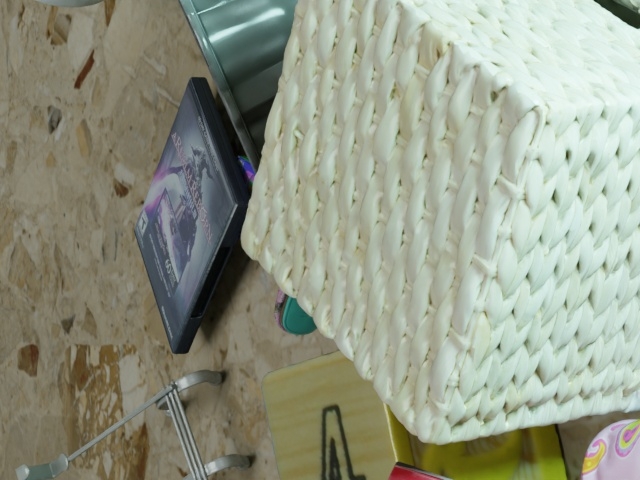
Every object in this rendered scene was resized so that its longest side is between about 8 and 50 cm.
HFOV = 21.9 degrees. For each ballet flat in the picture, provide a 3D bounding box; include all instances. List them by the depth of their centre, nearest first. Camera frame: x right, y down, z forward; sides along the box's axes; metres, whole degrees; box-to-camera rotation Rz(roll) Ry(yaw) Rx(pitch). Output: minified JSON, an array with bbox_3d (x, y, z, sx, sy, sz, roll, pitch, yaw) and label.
[{"bbox_3d":[0.000,0.000,1.733,0.079,0.077,0.221,-106,31,-48],"label":"ballet flat"}]

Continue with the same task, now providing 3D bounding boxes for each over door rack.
[{"bbox_3d":[-0.205,0.323,2.012,0.324,0.108,0.239,-31,69,30],"label":"over door rack"}]

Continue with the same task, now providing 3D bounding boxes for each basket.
[{"bbox_3d":[0.138,-0.055,1.353,0.328,0.266,0.331,45,132,41],"label":"basket"}]

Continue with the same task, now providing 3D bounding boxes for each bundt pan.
[{"bbox_3d":[-0.067,-0.220,1.647,0.331,0.124,0.330,157,90,-88],"label":"bundt pan"}]

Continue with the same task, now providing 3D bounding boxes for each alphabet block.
[{"bbox_3d":[0.085,0.188,1.531,0.197,0.192,0.193,-22,79,53],"label":"alphabet block"}]

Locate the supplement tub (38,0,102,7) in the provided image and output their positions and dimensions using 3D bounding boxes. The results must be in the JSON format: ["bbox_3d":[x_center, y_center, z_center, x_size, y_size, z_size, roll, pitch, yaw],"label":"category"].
[{"bbox_3d":[-0.257,-0.443,1.873,0.325,0.235,0.235,-51,55,46],"label":"supplement tub"}]

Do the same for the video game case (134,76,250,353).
[{"bbox_3d":[-0.154,-0.026,1.936,0.274,0.026,0.196,115,143,-45],"label":"video game case"}]

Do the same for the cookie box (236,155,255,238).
[{"bbox_3d":[-0.054,-0.034,1.820,0.107,0.040,0.091,34,123,47],"label":"cookie box"}]

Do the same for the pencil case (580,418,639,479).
[{"bbox_3d":[0.324,0.169,1.245,0.284,0.124,0.124,-26,74,53],"label":"pencil case"}]

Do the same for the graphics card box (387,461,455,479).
[{"bbox_3d":[0.141,0.369,1.391,0.233,0.094,0.371,16,133,13],"label":"graphics card box"}]
